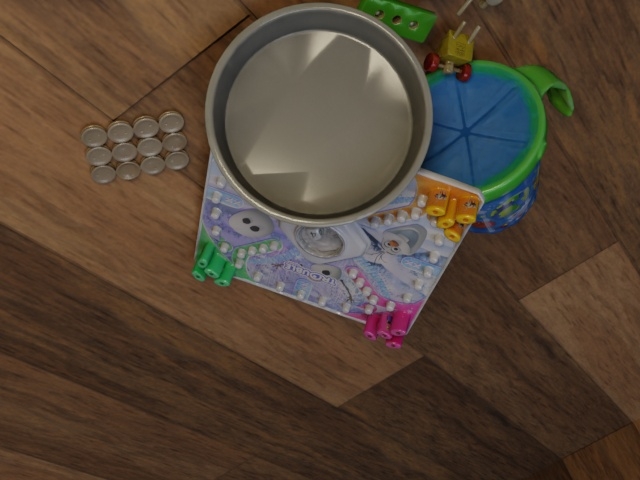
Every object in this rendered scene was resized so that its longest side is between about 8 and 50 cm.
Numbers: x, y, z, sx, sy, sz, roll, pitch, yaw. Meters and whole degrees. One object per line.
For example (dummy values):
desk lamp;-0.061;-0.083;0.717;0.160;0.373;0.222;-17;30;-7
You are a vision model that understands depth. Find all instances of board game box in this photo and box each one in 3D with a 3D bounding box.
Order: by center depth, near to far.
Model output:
board game box;0.000;0.000;1.244;0.390;0.050;0.390;19;141;0

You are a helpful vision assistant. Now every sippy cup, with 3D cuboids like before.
sippy cup;0.245;-0.124;1.269;0.306;0.240;0.224;-7;156;19

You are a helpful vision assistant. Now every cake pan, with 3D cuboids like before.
cake pan;-0.002;-0.161;1.061;0.293;0.293;0.054;-18;177;-3

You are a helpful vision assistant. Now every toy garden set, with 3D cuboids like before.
toy garden set;0.155;-0.330;1.109;0.204;0.049;0.244;10;131;-24

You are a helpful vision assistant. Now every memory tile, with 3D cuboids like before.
memory tile;-0.268;-0.135;1.184;0.148;0.012;0.113;-12;140;-11
